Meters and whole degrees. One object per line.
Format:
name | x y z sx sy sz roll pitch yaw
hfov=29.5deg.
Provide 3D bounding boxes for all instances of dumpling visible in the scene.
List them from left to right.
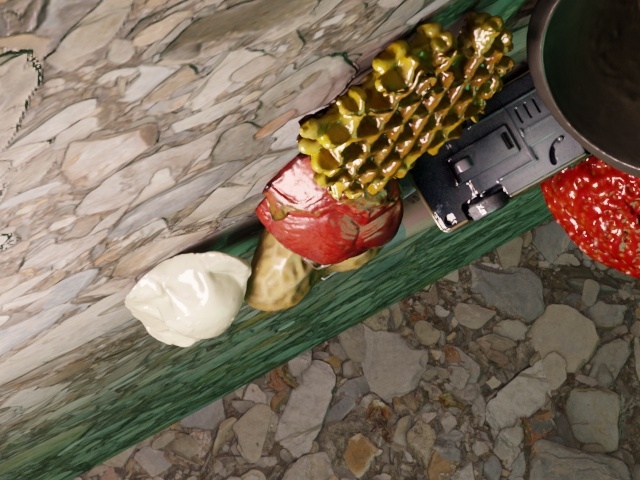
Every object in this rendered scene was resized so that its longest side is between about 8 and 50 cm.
dumpling | -0.162 0.062 1.426 0.134 0.099 0.169 10 164 -25

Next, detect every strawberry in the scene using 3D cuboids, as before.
strawberry | 0.468 -0.062 1.770 0.239 0.288 0.250 -31 176 -10

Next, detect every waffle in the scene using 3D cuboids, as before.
waffle | 0.086 -0.126 1.155 0.229 0.051 0.231 -39 162 2

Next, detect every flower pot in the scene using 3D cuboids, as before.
flower pot | 0.354 -0.205 1.201 0.166 0.269 0.269 -53 -174 -36

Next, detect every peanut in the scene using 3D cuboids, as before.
peanut | 0.000 0.000 1.490 0.233 0.110 0.197 -28 176 -12

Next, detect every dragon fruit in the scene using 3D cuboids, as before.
dragon fruit | 0.021 -0.042 1.304 0.120 0.127 0.161 -39 173 -24

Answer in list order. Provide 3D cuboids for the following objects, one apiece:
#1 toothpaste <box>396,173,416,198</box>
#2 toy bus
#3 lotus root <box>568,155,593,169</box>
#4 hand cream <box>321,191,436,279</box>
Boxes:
toothpaste | 0.081 -0.056 1.676 0.196 0.040 0.047 -35 168 30
toy bus | 0.255 -0.131 1.501 0.290 0.139 0.157 -32 175 17
lotus root | 0.441 -0.195 1.605 0.310 0.182 0.183 -28 171 -2
hand cream | 0.097 -0.029 1.793 0.312 0.070 0.111 -26 -147 -27
